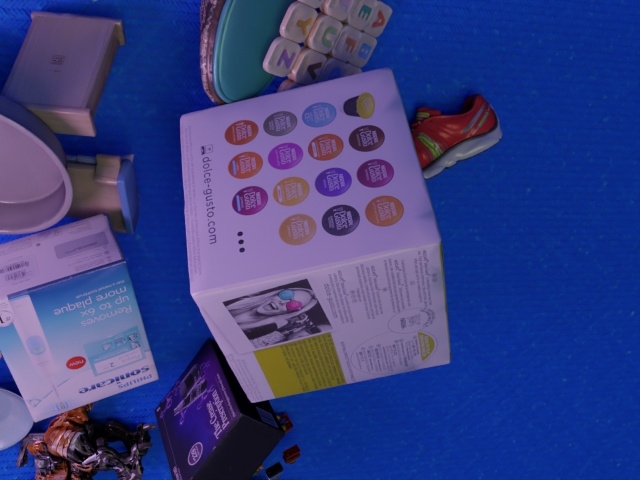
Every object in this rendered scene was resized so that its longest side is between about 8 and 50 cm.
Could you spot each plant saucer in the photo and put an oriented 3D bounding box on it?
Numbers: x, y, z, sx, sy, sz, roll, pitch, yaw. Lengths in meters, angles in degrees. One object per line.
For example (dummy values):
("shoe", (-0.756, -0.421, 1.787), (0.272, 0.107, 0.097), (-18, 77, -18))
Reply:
("plant saucer", (-0.591, 0.297, 1.518), (0.195, 0.037, 0.195), (-10, 136, -10))

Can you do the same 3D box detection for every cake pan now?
("cake pan", (-0.491, -0.115, 1.257), (0.293, 0.054, 0.293), (5, 144, 3))

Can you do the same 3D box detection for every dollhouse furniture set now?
("dollhouse furniture set", (-0.423, -0.172, 1.382), (0.286, 0.198, 0.303), (6, 144, 2))

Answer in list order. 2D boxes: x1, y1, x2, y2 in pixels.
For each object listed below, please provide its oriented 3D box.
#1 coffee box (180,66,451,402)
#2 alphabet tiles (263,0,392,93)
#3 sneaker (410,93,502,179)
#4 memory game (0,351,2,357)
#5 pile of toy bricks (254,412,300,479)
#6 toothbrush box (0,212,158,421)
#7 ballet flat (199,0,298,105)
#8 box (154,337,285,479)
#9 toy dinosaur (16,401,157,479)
("coffee box", (0.000, 0.000, 1.346), (0.334, 0.337, 0.338), (-12, 143, 3))
("alphabet tiles", (0.021, -0.320, 1.405), (0.278, 0.021, 0.284), (2, 118, -62))
("sneaker", (0.186, -0.177, 1.591), (0.279, 0.107, 0.118), (-27, 100, -10))
("memory game", (-0.590, 0.158, 1.401), (0.186, 0.012, 0.186), (5, 125, 8))
("pile of toy bricks", (-0.139, 0.434, 1.730), (0.212, 0.118, 0.105), (-25, 151, -18))
("toothbrush box", (-0.399, 0.127, 1.412), (0.216, 0.126, 0.295), (-17, 137, -15))
("ballet flat", (-0.079, -0.442, 1.325), (0.164, 0.182, 0.482), (7, 114, -40))
("box", (-0.185, 0.320, 1.563), (0.103, 0.261, 0.184), (30, 99, -27))
("toy dinosaur", (-0.418, 0.371, 1.576), (0.218, 0.164, 0.322), (20, 126, -9))
